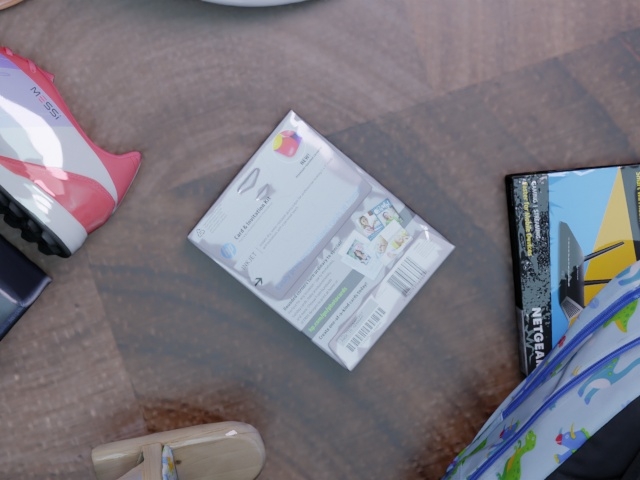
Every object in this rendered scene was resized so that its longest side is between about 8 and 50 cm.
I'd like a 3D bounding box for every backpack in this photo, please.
[{"bbox_3d":[0.273,0.185,1.534,0.290,0.273,0.355,26,131,-13],"label":"backpack"}]

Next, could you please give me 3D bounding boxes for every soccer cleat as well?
[{"bbox_3d":[-0.294,-0.128,1.574,0.318,0.108,0.116,44,74,-5],"label":"soccer cleat"}]

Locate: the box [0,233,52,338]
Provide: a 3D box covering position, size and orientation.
[{"bbox_3d":[-0.470,0.021,1.517,0.395,0.212,0.293,41,92,-6],"label":"box"}]

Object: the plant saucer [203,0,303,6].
[{"bbox_3d":[-0.044,-0.391,1.506,0.400,0.100,0.400,-11,121,-19],"label":"plant saucer"}]

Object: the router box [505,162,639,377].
[{"bbox_3d":[0.235,0.025,1.627,0.133,0.046,0.179,-6,96,-3],"label":"router box"}]

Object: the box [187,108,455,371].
[{"bbox_3d":[0.000,0.000,1.620,0.186,0.038,0.145,39,92,-6],"label":"box"}]

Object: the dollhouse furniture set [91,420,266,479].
[{"bbox_3d":[-0.023,0.398,1.509,0.256,0.362,0.394,-10,124,0],"label":"dollhouse furniture set"}]

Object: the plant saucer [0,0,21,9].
[{"bbox_3d":[-0.301,-0.284,1.548,0.200,0.037,0.200,-4,124,-6],"label":"plant saucer"}]
